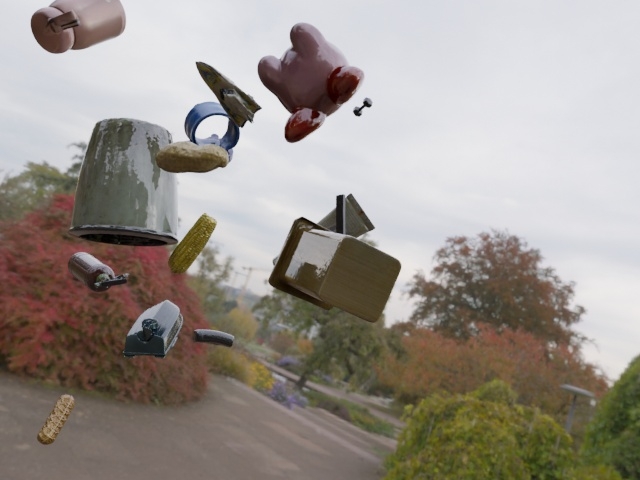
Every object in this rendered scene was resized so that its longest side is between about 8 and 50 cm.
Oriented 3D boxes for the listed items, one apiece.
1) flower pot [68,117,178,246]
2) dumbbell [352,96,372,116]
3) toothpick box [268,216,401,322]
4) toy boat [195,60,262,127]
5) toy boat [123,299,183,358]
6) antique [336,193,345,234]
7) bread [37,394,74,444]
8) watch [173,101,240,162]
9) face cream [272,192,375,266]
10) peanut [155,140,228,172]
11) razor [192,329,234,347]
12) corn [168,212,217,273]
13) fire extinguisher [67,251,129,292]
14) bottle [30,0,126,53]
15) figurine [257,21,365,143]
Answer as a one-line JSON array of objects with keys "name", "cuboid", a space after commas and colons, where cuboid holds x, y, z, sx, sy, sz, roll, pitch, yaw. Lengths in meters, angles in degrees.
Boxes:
[{"name": "flower pot", "cuboid": [-0.538, -0.159, 1.570, 0.293, 0.330, 0.293, 4, -7, 0]}, {"name": "dumbbell", "cuboid": [0.156, -0.493, 2.040, 0.036, 0.040, 0.083, 32, -40, -22]}, {"name": "toothpick box", "cuboid": [0.032, 0.068, 1.255, 0.187, 0.190, 0.308, 27, -6, -20]}, {"name": "toy boat", "cuboid": [-0.246, -0.388, 1.441, 0.084, 0.066, 0.210, -37, -68, 27]}, {"name": "toy boat", "cuboid": [-0.453, 0.251, 1.545, 0.114, 0.122, 0.296, 4, 12, -2]}, {"name": "antique", "cuboid": [0.063, -0.052, 1.707, 0.031, 0.192, 0.015, -15, -22, 42]}, {"name": "bread", "cuboid": [-0.756, 0.511, 1.583, 0.044, 0.157, 0.052, -7, -55, 14]}, {"name": "watch", "cuboid": [-0.376, -0.357, 1.848, 0.196, 0.200, 0.171, -18, 45, -32]}, {"name": "face cream", "cuboid": [0.000, 0.000, 1.785, 0.137, 0.341, 0.084, 56, 13, 5]}, {"name": "peanut", "cuboid": [-0.310, -0.203, 1.337, 0.174, 0.080, 0.080, 0, -8, -3]}, {"name": "razor", "cuboid": [-0.393, 0.359, 2.034, 0.148, 0.054, 0.090, 12, -12, -19]}, {"name": "corn", "cuboid": [-0.364, 0.012, 1.567, 0.067, 0.206, 0.067, 35, 12, -9]}, {"name": "fire extinguisher", "cuboid": [-0.804, 0.119, 2.011, 0.138, 0.102, 0.344, -21, 23, -36]}, {"name": "bottle", "cuboid": [-0.795, -0.729, 1.826, 0.206, 0.297, 0.173, -5, -62, 35]}, {"name": "figurine", "cuboid": [-0.012, -0.424, 1.510, 0.261, 0.269, 0.211, 57, 24, 16]}]
